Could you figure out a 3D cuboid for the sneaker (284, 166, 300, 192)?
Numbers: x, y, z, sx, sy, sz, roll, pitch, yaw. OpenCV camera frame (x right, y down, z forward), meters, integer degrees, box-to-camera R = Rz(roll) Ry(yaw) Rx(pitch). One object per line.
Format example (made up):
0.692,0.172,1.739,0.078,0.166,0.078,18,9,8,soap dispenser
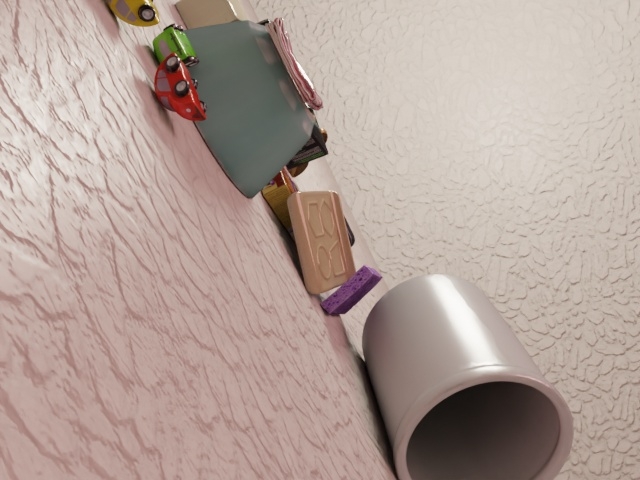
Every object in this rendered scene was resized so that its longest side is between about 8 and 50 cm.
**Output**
-0.083,-0.134,1.704,0.134,0.051,0.070,56,14,-22,sneaker

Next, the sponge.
0.067,0.102,1.656,0.031,0.117,0.210,48,4,11,sponge

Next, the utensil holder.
0.263,0.288,1.605,0.328,0.327,0.385,60,4,-27,utensil holder

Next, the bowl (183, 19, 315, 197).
-0.119,-0.246,1.383,0.312,0.163,0.311,61,6,-11,bowl

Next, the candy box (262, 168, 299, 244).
-0.062,-0.072,1.622,0.187,0.053,0.109,59,7,-43,candy box

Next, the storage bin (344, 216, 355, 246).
-0.006,-0.027,1.775,0.091,0.098,0.135,-17,79,-55,storage bin

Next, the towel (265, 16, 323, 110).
-0.036,-0.286,1.346,0.144,0.029,0.197,63,6,-3,towel

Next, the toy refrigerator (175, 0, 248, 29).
-0.222,-0.479,1.754,0.094,0.102,0.269,62,6,-9,toy refrigerator

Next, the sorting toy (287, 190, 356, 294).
0.000,0.000,1.584,0.208,0.038,0.193,-12,89,-66,sorting toy

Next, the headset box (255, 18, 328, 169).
-0.099,-0.311,1.825,0.283,0.131,0.247,36,34,-75,headset box

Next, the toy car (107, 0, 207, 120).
-0.221,-0.269,1.148,0.239,0.053,0.225,63,6,-7,toy car

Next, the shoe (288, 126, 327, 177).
-0.045,-0.228,2.025,0.058,0.076,0.219,55,-29,9,shoe
